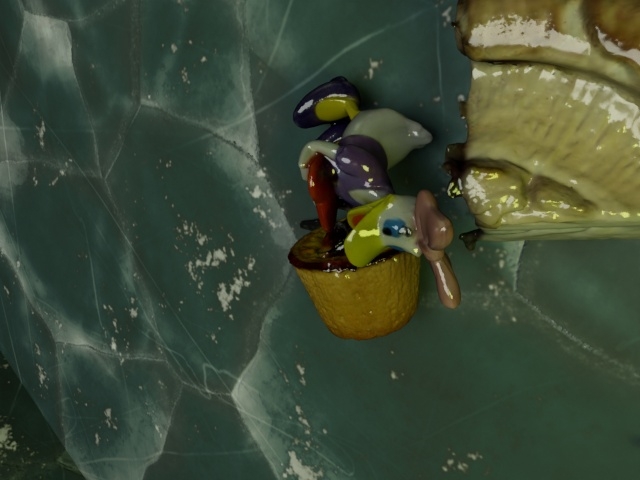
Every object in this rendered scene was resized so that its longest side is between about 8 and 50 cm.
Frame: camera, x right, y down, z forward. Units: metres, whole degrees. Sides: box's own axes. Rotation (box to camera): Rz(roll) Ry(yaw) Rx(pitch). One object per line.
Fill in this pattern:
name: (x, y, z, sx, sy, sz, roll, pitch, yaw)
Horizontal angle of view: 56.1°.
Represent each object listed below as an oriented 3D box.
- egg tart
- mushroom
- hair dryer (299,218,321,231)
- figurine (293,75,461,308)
egg tart: (0.068, 0.047, 0.939, 0.215, 0.215, 0.171, 1, 117, 37)
mushroom: (0.356, -0.145, 0.682, 0.397, 0.224, 0.314, 1, 84, 25)
hair dryer: (0.000, 0.000, 1.083, 0.079, 0.031, 0.083, 5, 113, 48)
figurine: (0.076, -0.086, 0.839, 0.193, 0.421, 0.154, -16, 133, 5)
